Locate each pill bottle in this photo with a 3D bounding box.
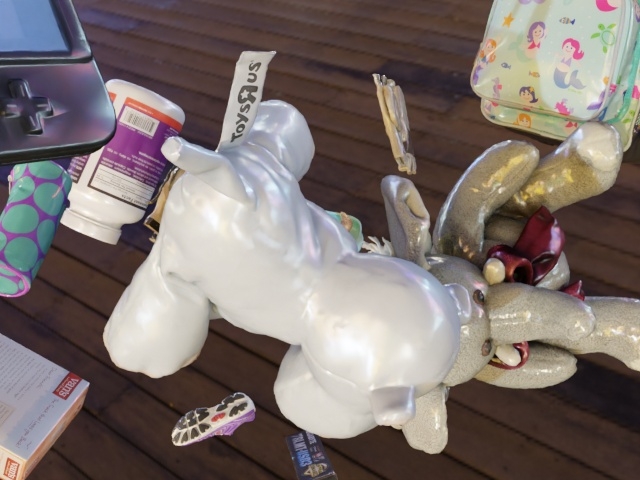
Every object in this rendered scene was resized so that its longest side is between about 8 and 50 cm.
[{"bbox_3d":[-0.425,-0.163,1.783,0.181,0.181,0.323,23,89,35],"label":"pill bottle"}]

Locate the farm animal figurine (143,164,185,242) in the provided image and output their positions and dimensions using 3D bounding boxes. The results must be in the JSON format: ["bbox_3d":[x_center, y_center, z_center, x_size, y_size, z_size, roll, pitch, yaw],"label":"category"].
[{"bbox_3d":[-0.173,-0.048,1.439,0.330,0.327,0.172,22,79,24],"label":"farm animal figurine"}]

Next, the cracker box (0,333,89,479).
[{"bbox_3d":[-0.451,0.202,1.121,0.232,0.067,0.155,28,34,2],"label":"cracker box"}]

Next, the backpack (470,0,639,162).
[{"bbox_3d":[0.308,-0.237,0.981,0.225,0.253,0.191,25,10,40],"label":"backpack"}]

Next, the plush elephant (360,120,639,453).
[{"bbox_3d":[0.162,0.052,0.815,0.330,0.271,0.255,-6,16,17],"label":"plush elephant"}]

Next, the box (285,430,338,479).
[{"bbox_3d":[0.020,0.526,1.561,0.073,0.293,0.295,-19,5,-6],"label":"box"}]

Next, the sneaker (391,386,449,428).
[{"bbox_3d":[0.222,0.271,1.657,0.234,0.078,0.106,-56,20,-19],"label":"sneaker"}]

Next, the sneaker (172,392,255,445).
[{"bbox_3d":[-0.204,0.362,1.638,0.170,0.071,0.068,-21,40,-3],"label":"sneaker"}]

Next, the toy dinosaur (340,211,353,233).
[{"bbox_3d":[0.009,0.094,1.305,0.200,0.295,0.127,-41,69,-11],"label":"toy dinosaur"}]

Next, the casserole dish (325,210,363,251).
[{"bbox_3d":[0.000,0.000,1.630,0.188,0.037,0.114,11,70,27],"label":"casserole dish"}]

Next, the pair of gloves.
[{"bbox_3d":[0.164,-0.249,1.847,0.042,0.204,0.240,-11,-6,14],"label":"pair of gloves"}]

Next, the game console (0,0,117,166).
[{"bbox_3d":[-0.207,-0.194,0.418,0.173,0.293,0.250,-24,-4,39],"label":"game console"}]

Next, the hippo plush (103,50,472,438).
[{"bbox_3d":[0.000,0.019,0.652,0.237,0.294,0.234,31,47,-1],"label":"hippo plush"}]

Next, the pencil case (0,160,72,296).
[{"bbox_3d":[-0.327,-0.016,0.923,0.070,0.064,0.151,13,54,-4],"label":"pencil case"}]
